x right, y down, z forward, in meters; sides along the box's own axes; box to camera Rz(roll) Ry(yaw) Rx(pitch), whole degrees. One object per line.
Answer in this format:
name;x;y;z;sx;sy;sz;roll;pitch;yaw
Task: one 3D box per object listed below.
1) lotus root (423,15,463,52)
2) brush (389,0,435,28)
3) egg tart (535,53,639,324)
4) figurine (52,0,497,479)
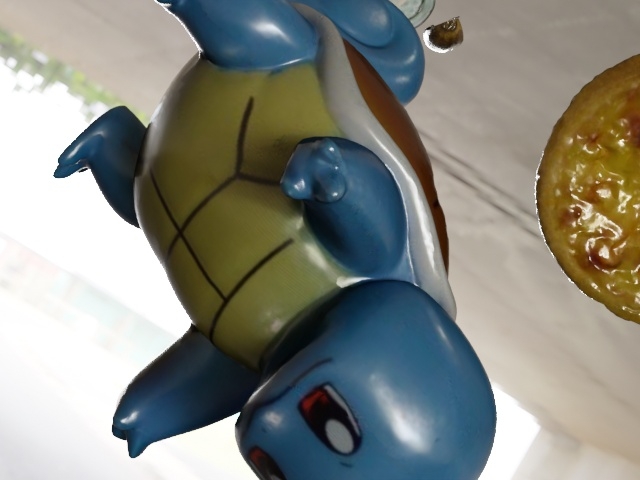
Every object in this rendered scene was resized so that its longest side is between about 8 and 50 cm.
lotus root;0.134;-0.221;1.783;0.083;0.037;0.030;145;-73;-85
brush;-0.001;-0.312;1.451;0.297;0.068;0.060;50;15;-16
egg tart;0.257;-0.047;1.189;0.202;0.203;0.147;31;14;0
figurine;-0.033;-0.018;0.978;0.243;0.298;0.416;21;44;-29
